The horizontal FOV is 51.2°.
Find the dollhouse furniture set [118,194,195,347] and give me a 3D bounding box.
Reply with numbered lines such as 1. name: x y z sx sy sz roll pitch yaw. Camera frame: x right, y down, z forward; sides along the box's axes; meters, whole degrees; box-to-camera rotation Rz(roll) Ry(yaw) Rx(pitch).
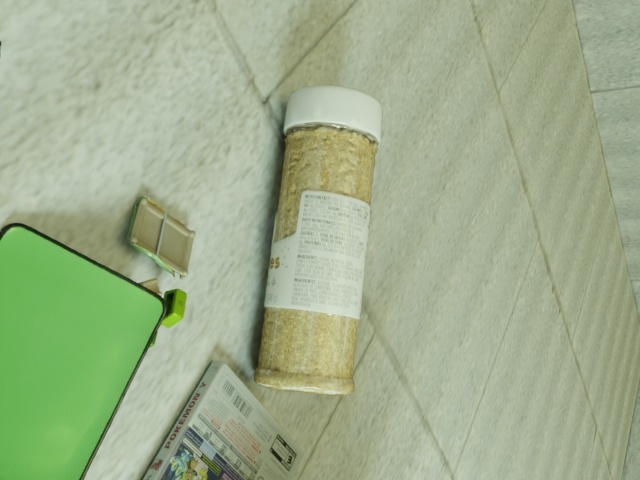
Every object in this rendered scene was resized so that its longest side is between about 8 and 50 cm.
1. dollhouse furniture set: -0.174 0.040 0.648 0.076 0.058 0.152 39 40 -38

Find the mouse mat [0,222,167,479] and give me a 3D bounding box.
1. mouse mat: -0.225 0.095 0.532 0.152 0.007 0.190 32 60 -18

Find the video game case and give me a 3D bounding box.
1. video game case: -0.106 0.265 0.739 0.201 0.023 0.183 59 46 -36

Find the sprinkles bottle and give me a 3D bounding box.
1. sprinkles bottle: 0.000 0.000 0.802 0.121 0.121 0.356 19 74 -52
